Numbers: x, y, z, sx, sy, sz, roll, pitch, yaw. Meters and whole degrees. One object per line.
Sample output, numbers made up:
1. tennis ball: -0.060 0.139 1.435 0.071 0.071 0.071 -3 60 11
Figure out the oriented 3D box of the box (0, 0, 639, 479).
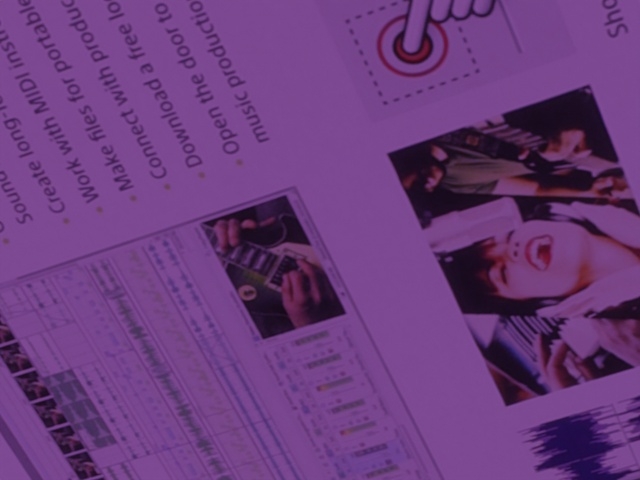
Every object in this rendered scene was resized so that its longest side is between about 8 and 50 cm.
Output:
1. box: 0.000 0.000 0.383 0.322 0.058 0.232 -18 121 14
